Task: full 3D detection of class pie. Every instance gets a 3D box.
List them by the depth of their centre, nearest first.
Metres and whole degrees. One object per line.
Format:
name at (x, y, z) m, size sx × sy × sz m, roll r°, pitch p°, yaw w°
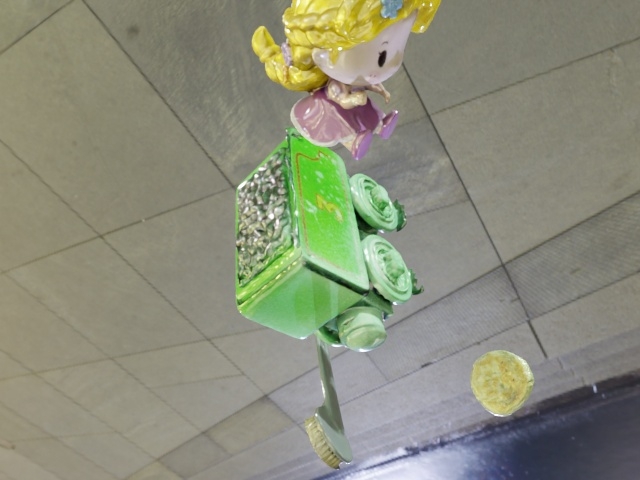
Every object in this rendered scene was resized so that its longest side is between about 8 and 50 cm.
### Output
pie at (0.230, 0.179, 0.701) m, size 0.084 × 0.084 × 0.021 m, roll -26°, pitch 151°, yaw 36°

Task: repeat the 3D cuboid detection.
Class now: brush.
brush at (0.003, 0.158, 0.646) m, size 0.027 × 0.266 × 0.062 m, roll -34°, pitch 110°, yaw 10°

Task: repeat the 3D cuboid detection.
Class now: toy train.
toy train at (0.000, 0.000, 0.612) m, size 0.188 × 0.243 × 0.132 m, roll 30°, pitch 126°, yaw -33°

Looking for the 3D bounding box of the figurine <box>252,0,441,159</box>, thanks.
figurine at (0.011, -0.143, 0.337) m, size 0.114 × 0.095 × 0.156 m, roll 30°, pitch 141°, yaw 12°
